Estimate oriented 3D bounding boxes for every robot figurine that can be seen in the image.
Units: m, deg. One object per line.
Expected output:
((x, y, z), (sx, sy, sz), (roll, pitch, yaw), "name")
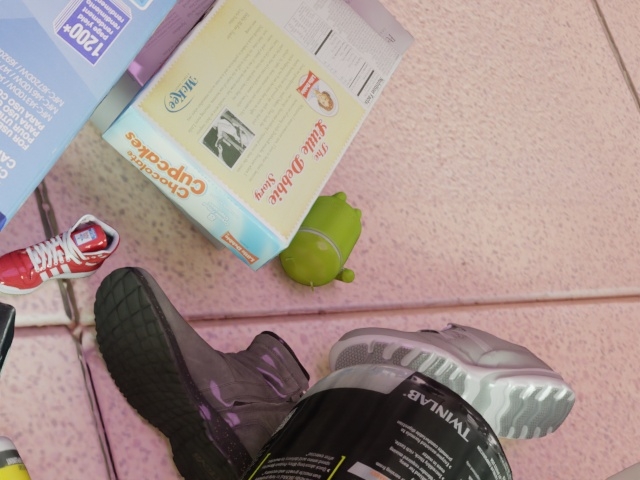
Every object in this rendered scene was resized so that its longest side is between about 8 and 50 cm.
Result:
((0.000, 0.000, 1.387), (0.101, 0.067, 0.115), (48, 43, -17), "robot figurine")

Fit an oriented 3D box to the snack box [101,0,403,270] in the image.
((-0.053, -0.141, 1.304), (0.187, 0.060, 0.322), (42, 45, -11), "snack box")

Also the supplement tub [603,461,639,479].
((0.363, 0.392, 1.311), (0.241, 0.241, 0.331), (-27, 82, -47), "supplement tub")

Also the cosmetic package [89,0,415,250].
((-0.092, -0.207, 1.425), (0.284, 0.097, 0.377), (45, 44, -6), "cosmetic package")

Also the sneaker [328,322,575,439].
((0.123, 0.138, 1.404), (0.281, 0.105, 0.115), (16, 24, -30), "sneaker")

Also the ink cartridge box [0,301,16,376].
((-0.391, 0.080, 0.922), (0.332, 0.065, 0.165), (14, 52, -5), "ink cartridge box")

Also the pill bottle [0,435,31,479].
((-0.234, 0.258, 0.982), (0.119, 0.119, 0.208), (-19, 77, -45), "pill bottle")

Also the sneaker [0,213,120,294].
((-0.229, 0.011, 1.185), (0.118, 0.067, 0.042), (-15, 73, -45), "sneaker")

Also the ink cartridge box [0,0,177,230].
((-0.325, -0.143, 1.096), (0.270, 0.151, 0.395), (39, 64, -13), "ink cartridge box")

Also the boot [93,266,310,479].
((-0.093, 0.117, 1.236), (0.161, 0.083, 0.247), (-31, 92, -52), "boot")

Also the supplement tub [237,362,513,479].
((0.002, 0.266, 1.054), (0.207, 0.207, 0.338), (47, 43, -5), "supplement tub")
